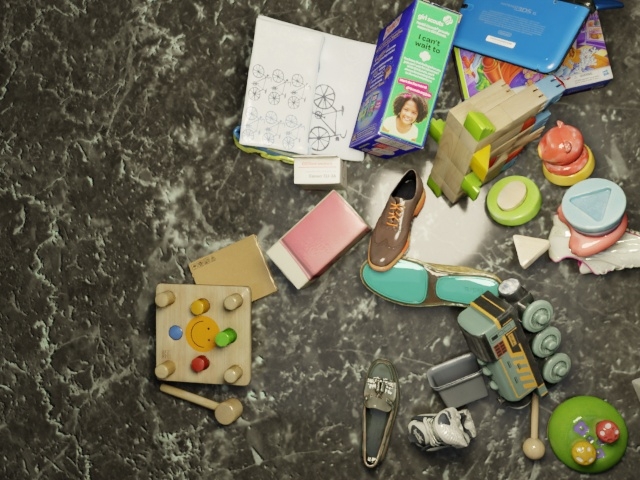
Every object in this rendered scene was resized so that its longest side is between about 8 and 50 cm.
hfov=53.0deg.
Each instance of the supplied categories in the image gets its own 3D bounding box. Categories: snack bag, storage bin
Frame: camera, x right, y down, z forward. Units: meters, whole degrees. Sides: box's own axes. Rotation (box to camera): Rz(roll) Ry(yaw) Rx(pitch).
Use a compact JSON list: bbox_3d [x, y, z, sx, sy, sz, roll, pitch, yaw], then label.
[{"bbox_3d":[-0.019,-0.369,1.616,0.342,0.037,0.324,9,90,-18],"label":"snack bag"},{"bbox_3d":[0.341,0.347,1.576,0.135,0.098,0.091,-23,112,7],"label":"storage bin"}]

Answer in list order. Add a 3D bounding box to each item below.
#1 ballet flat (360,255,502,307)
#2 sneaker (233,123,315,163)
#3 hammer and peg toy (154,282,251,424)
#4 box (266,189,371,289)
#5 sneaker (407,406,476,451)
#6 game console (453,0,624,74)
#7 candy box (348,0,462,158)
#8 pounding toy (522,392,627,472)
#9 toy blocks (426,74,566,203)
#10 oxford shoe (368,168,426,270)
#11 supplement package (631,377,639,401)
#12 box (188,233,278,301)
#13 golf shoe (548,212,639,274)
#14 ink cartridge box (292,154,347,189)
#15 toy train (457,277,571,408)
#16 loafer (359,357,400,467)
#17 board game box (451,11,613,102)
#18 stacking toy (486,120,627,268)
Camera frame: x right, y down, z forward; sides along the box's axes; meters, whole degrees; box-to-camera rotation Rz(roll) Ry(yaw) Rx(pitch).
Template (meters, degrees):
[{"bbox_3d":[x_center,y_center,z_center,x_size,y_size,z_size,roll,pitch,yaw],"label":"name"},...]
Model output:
[{"bbox_3d":[0.274,0.105,1.581,0.348,0.123,0.123,7,89,13],"label":"ballet flat"},{"bbox_3d":[-0.117,-0.254,1.653,0.239,0.126,0.091,6,89,10],"label":"sneaker"},{"bbox_3d":[-0.307,0.292,1.645,0.265,0.127,0.362,2,93,11],"label":"hammer and peg toy"},{"bbox_3d":[0.000,0.000,1.611,0.232,0.148,0.127,-43,83,6],"label":"box"},{"bbox_3d":[0.267,0.453,1.515,0.153,0.235,0.094,-24,75,20],"label":"sneaker"},{"bbox_3d":[0.486,-0.498,1.470,0.293,0.173,0.250,32,97,37],"label":"game console"},{"bbox_3d":[0.191,-0.370,1.529,0.122,0.268,0.318,15,89,-12],"label":"candy box"},{"bbox_3d":[0.610,0.461,1.510,0.236,0.110,0.183,10,89,9],"label":"pounding toy"},{"bbox_3d":[0.403,-0.246,1.478,0.260,0.381,0.191,-31,71,-12],"label":"toy blocks"},{"bbox_3d":[0.177,-0.054,1.560,0.096,0.098,0.272,13,63,21],"label":"oxford shoe"},{"bbox_3d":[0.813,0.369,1.413,0.138,0.244,0.134,-21,84,7],"label":"supplement package"},{"bbox_3d":[-0.233,0.098,1.709,0.201,0.021,0.165,-24,84,7],"label":"box"},{"bbox_3d":[0.693,0.029,1.526,0.306,0.115,0.140,20,99,17],"label":"golf shoe"},{"bbox_3d":[-0.001,-0.166,1.593,0.115,0.198,0.067,-1,87,10],"label":"ink cartridge box"},{"bbox_3d":[0.444,0.243,1.473,0.190,0.142,0.334,-34,120,-7],"label":"toy train"},{"bbox_3d":[0.147,0.432,1.599,0.096,0.084,0.268,6,88,10],"label":"loafer"},{"bbox_3d":[0.507,-0.459,1.585,0.346,0.078,0.234,-12,85,8],"label":"board game box"},{"bbox_3d":[0.529,-0.108,1.477,0.279,0.130,0.309,-26,52,13],"label":"stacking toy"}]
